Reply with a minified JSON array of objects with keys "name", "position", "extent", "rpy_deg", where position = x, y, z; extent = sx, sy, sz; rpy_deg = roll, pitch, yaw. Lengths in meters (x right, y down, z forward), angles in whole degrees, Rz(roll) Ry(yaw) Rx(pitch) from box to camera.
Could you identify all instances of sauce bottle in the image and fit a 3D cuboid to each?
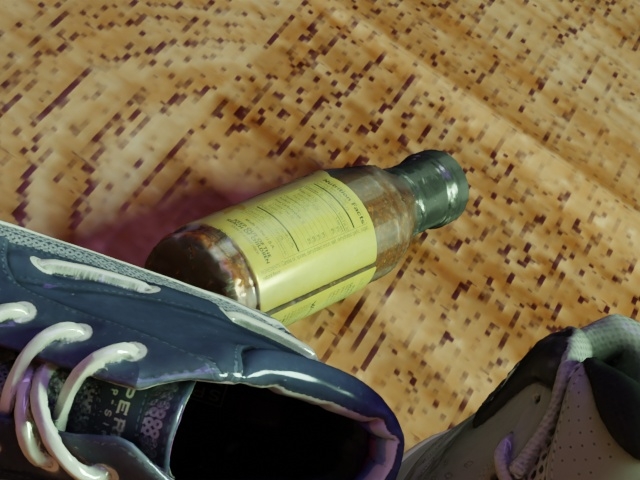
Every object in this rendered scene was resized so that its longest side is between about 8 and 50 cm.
[{"name":"sauce bottle","position":[0.000,0.000,0.608],"extent":[0.042,0.042,0.128],"rpy_deg":[48,38,16]}]

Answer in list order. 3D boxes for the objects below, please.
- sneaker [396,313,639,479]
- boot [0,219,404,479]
[{"name":"sneaker","position":[0.039,0.092,0.466],"extent":[0.086,0.132,0.229],"rpy_deg":[31,39,-4]},{"name":"boot","position":[-0.074,0.028,0.476],"extent":[0.190,0.069,0.086],"rpy_deg":[10,4,-28]}]
